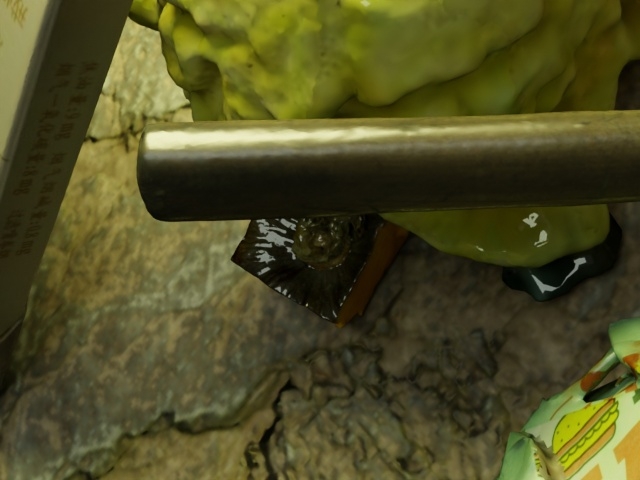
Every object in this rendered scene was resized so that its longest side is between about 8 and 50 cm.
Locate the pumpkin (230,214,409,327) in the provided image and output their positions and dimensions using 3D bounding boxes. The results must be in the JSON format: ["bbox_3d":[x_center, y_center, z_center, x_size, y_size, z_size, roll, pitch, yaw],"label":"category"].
[{"bbox_3d":[0.000,0.000,0.830,0.083,0.054,0.074,30,95,28],"label":"pumpkin"}]

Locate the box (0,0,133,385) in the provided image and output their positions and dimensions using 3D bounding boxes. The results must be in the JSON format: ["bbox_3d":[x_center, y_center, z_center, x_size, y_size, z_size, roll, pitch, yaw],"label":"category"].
[{"bbox_3d":[-0.202,-0.087,0.856,0.204,0.051,0.365,60,142,29],"label":"box"}]

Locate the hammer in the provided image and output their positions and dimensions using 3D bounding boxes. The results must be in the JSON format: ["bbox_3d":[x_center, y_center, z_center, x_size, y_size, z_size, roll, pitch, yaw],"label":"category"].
[{"bbox_3d":[0.140,-0.041,0.644,0.440,0.168,0.044,-1,31,7],"label":"hammer"}]

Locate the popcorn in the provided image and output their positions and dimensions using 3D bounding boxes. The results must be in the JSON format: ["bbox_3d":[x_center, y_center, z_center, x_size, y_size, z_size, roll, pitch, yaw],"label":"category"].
[{"bbox_3d":[0.025,-0.147,0.753,0.293,0.237,0.293,-9,66,21],"label":"popcorn"}]

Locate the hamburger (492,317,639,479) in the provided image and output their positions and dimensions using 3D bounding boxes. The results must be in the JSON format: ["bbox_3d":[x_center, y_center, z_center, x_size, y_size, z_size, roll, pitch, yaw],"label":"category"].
[{"bbox_3d":[0.137,0.143,0.660,0.235,0.125,0.214,-41,31,59],"label":"hamburger"}]
